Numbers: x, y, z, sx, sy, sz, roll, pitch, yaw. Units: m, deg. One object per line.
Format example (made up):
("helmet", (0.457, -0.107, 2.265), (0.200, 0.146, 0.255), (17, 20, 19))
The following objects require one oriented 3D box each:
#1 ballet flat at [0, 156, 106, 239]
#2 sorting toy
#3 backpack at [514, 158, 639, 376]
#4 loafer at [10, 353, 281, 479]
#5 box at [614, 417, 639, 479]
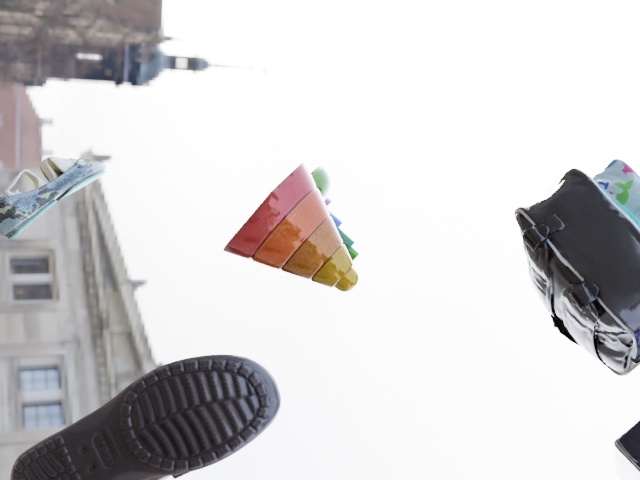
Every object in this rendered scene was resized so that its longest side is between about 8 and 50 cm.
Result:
("ballet flat", (-0.355, -0.074, 1.323), (0.070, 0.188, 0.070), (17, -53, 24))
("sorting toy", (0.000, 0.000, 1.139), (0.127, 0.126, 0.365), (-48, 177, 5))
("backpack", (0.358, 0.041, 1.256), (0.225, 0.191, 0.253), (53, -8, 30))
("loafer", (-0.215, 0.243, 1.295), (0.130, 0.365, 0.134), (21, 47, -76))
("box", (0.566, 0.333, 1.347), (0.293, 0.212, 0.395), (49, 1, 24))
